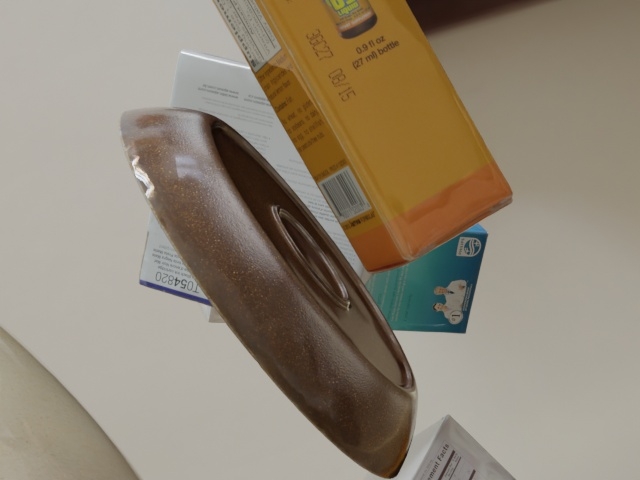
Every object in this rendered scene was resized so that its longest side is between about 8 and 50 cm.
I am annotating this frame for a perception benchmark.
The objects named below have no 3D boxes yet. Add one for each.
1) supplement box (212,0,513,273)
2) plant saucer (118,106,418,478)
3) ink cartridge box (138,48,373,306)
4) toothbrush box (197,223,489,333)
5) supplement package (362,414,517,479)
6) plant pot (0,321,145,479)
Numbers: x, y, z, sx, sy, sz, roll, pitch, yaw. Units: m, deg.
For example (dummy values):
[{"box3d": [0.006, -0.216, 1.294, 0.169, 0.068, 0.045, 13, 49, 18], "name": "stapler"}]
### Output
[{"box3d": [0.011, -0.101, 0.869, 0.233, 0.078, 0.080, 62, 162, -3], "name": "supplement box"}, {"box3d": [-0.022, 0.023, 1.067, 0.310, 0.050, 0.310, 52, -171, -12], "name": "plant saucer"}, {"box3d": [-0.046, -0.042, 1.402, 0.223, 0.045, 0.224, 16, 99, 23], "name": "ink cartridge box"}, {"box3d": [0.000, 0.000, 1.692, 0.216, 0.295, 0.126, -127, 44, -63], "name": "toothbrush box"}, {"box3d": [0.158, 0.333, 1.672, 0.244, 0.134, 0.139, 44, 133, -7], "name": "supplement package"}, {"box3d": [-0.235, 0.152, 0.947, 0.256, 0.256, 0.274, 89, 157, -44], "name": "plant pot"}]
